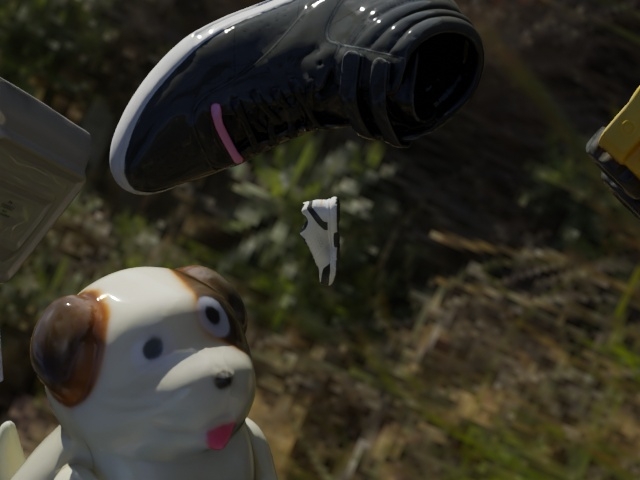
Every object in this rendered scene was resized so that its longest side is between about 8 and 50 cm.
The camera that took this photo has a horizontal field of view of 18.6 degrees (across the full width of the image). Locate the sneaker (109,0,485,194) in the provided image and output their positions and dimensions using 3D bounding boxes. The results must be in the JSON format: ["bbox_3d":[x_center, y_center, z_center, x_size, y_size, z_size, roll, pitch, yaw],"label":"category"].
[{"bbox_3d":[-0.010,-0.107,1.436,0.296,0.104,0.147,-32,41,-11],"label":"sneaker"}]

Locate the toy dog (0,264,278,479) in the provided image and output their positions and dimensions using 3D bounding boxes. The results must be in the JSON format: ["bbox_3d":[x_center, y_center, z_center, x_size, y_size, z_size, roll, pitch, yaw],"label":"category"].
[{"bbox_3d":[-0.175,0.218,1.956,0.395,0.285,0.407,48,134,44],"label":"toy dog"}]

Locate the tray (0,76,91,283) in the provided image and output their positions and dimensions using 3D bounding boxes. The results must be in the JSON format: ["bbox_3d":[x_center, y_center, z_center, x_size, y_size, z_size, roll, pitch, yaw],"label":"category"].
[{"bbox_3d":[-0.215,-0.025,1.264,0.145,0.030,0.270,-51,-9,0],"label":"tray"}]

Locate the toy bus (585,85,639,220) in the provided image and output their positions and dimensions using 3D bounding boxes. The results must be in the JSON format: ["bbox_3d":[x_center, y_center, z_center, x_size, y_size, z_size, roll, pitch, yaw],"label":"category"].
[{"bbox_3d":[0.343,-0.043,1.608,0.149,0.211,0.220,-42,-21,5],"label":"toy bus"}]

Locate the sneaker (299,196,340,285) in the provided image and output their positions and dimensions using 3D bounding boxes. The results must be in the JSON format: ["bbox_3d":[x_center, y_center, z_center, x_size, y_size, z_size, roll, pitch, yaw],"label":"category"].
[{"bbox_3d":[0.000,0.000,2.139,0.040,0.044,0.109,-82,-8,-61],"label":"sneaker"}]

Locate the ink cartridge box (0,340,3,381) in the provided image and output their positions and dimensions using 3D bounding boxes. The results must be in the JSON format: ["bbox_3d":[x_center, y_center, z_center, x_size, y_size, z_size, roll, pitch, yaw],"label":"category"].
[{"bbox_3d":[-0.351,0.024,1.595,0.093,0.160,0.219,11,110,37],"label":"ink cartridge box"}]
